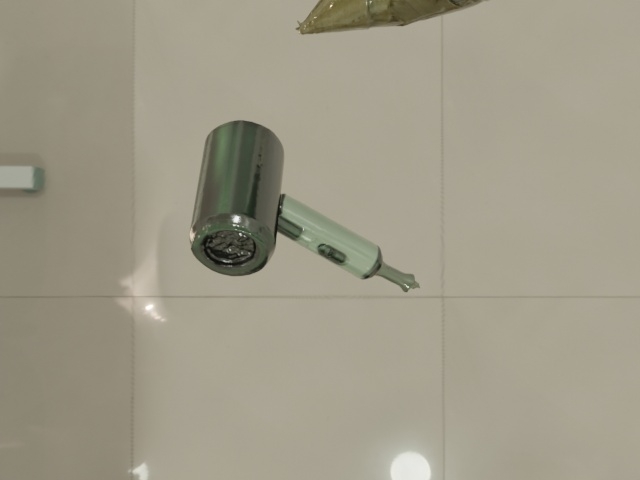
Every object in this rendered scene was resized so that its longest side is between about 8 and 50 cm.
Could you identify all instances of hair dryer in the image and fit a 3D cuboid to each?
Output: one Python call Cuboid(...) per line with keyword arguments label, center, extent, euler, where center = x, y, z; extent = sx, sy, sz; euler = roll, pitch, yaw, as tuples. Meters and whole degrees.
Cuboid(label="hair dryer", center=(0.000, 0.000, 0.559), extent=(0.198, 0.100, 0.057), euler=(27, 134, -28))

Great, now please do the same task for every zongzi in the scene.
Cuboid(label="zongzi", center=(0.066, -0.202, 0.504), extent=(0.178, 0.189, 0.081), euler=(-19, 127, 13))
